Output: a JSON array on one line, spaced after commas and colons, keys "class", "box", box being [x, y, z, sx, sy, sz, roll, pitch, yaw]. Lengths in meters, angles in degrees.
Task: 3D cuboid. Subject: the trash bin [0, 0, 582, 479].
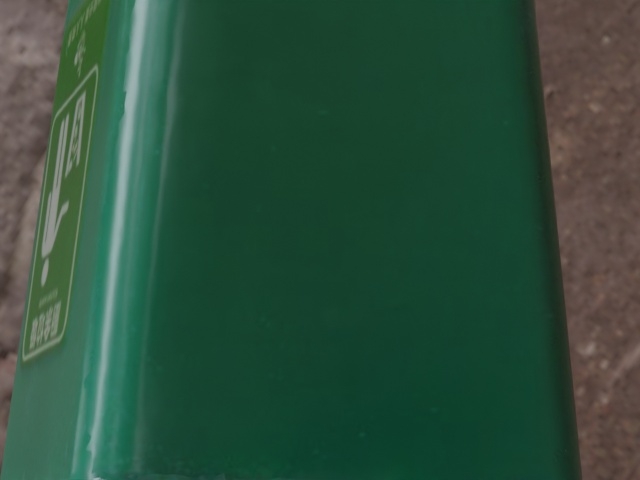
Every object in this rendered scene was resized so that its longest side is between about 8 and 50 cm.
[{"class": "trash bin", "box": [0.000, 0.000, 0.746, 0.259, 0.295, 0.381, 155, 119, -68]}]
